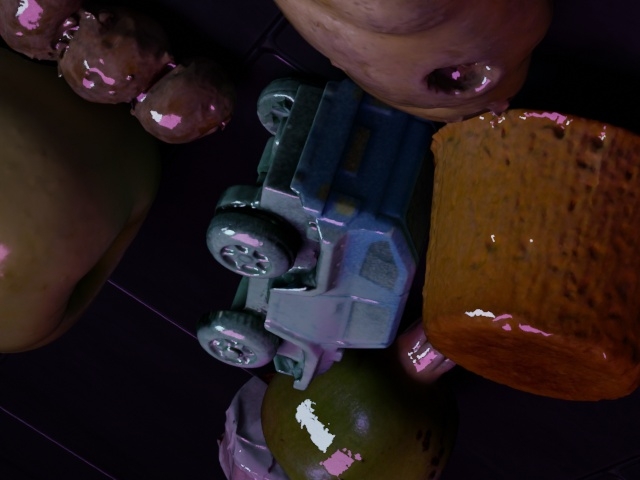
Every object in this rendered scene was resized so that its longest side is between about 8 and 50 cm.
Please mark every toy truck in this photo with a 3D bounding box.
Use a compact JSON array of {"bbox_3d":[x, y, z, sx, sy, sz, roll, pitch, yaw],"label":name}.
[{"bbox_3d":[0.000,0.000,1.271,0.156,0.155,0.279,17,149,4],"label":"toy truck"}]

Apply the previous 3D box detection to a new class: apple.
[{"bbox_3d":[-0.272,-0.039,1.354,0.279,0.279,0.279,21,149,13],"label":"apple"}]

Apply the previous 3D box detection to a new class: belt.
[{"bbox_3d":[-0.004,0.213,1.624,0.201,0.128,0.124,26,150,7],"label":"belt"}]

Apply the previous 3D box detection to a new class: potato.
[{"bbox_3d":[0.044,-0.170,0.975,0.192,0.141,0.296,27,165,31],"label":"potato"}]

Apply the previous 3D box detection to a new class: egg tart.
[{"bbox_3d":[0.164,0.010,1.129,0.215,0.170,0.215,15,162,5],"label":"egg tart"}]

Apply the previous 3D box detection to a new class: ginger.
[{"bbox_3d":[-0.157,-0.144,1.252,0.204,0.080,0.104,36,144,-9],"label":"ginger"}]

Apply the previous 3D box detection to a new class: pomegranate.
[{"bbox_3d":[0.052,0.139,1.445,0.180,0.180,0.209,36,120,-13],"label":"pomegranate"}]
